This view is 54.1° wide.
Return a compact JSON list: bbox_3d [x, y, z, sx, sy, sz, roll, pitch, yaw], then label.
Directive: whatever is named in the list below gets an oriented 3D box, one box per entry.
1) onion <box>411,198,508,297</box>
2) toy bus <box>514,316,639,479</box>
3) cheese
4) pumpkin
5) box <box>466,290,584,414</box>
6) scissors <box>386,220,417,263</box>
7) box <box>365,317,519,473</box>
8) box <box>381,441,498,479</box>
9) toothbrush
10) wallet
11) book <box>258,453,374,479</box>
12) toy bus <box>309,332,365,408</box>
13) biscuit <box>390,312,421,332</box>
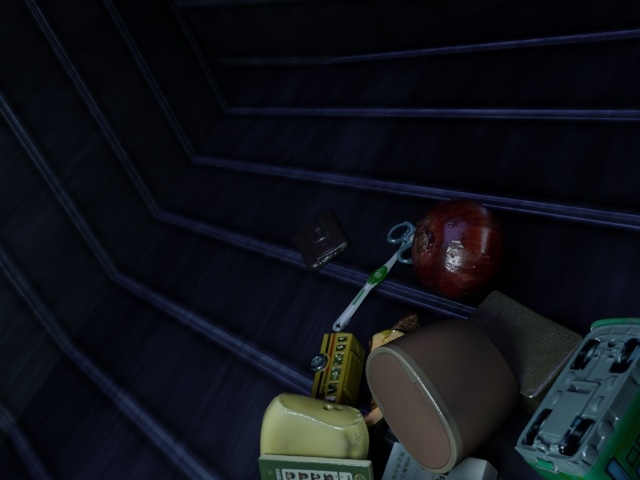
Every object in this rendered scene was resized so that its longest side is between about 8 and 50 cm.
[{"bbox_3d":[0.365,0.021,1.701,0.276,0.276,0.276,-25,37,21],"label":"onion"},{"bbox_3d":[0.555,0.334,1.193,0.343,0.199,0.183,-48,10,-19],"label":"toy bus"},{"bbox_3d":[-0.027,0.527,1.491,0.259,0.316,0.128,15,19,19],"label":"cheese"},{"bbox_3d":[0.164,0.354,1.586,0.280,0.139,0.190,-39,54,-1],"label":"pumpkin"},{"bbox_3d":[0.461,0.260,1.436,0.184,0.143,0.273,-46,36,-9],"label":"box"},{"bbox_3d":[0.350,-0.037,1.940,0.289,0.041,0.138,-29,67,5],"label":"scissors"},{"bbox_3d":[0.264,0.318,1.359,0.216,0.301,0.301,-26,28,-25],"label":"box"},{"bbox_3d":[0.252,0.546,1.381,0.242,0.067,0.155,-2,51,42],"label":"box"},{"bbox_3d":[0.175,0.121,1.962,0.042,0.040,0.418,31,78,38],"label":"toothbrush"},{"bbox_3d":[0.000,0.000,2.249,0.182,0.049,0.229,-34,36,3],"label":"wallet"},{"bbox_3d":[-0.003,0.585,1.420,0.264,0.202,0.027,-4,12,19],"label":"book"},{"bbox_3d":[0.034,0.414,1.691,0.123,0.121,0.336,-11,43,26],"label":"toy bus"},{"bbox_3d":[0.222,0.293,1.726,0.126,0.025,0.206,-22,39,26],"label":"biscuit"}]
